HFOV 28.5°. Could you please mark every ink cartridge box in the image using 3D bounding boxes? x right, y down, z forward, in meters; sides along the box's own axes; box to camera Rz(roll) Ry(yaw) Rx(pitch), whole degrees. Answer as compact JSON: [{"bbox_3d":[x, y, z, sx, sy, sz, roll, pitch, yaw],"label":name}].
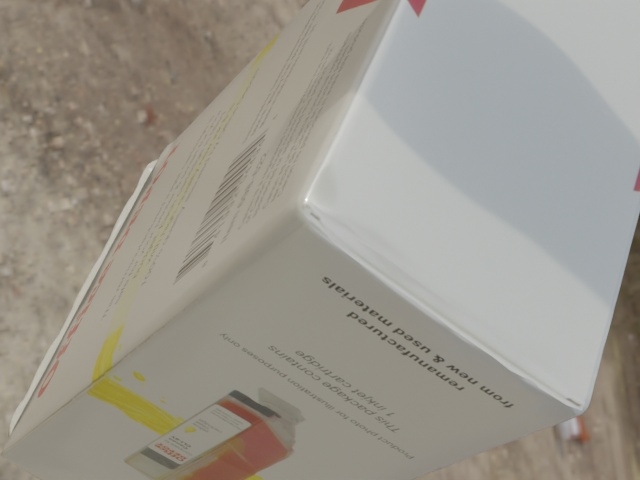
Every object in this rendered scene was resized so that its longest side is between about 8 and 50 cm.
[{"bbox_3d":[0.000,0.000,0.726,0.160,0.385,0.279,34,54,-16],"label":"ink cartridge box"}]
